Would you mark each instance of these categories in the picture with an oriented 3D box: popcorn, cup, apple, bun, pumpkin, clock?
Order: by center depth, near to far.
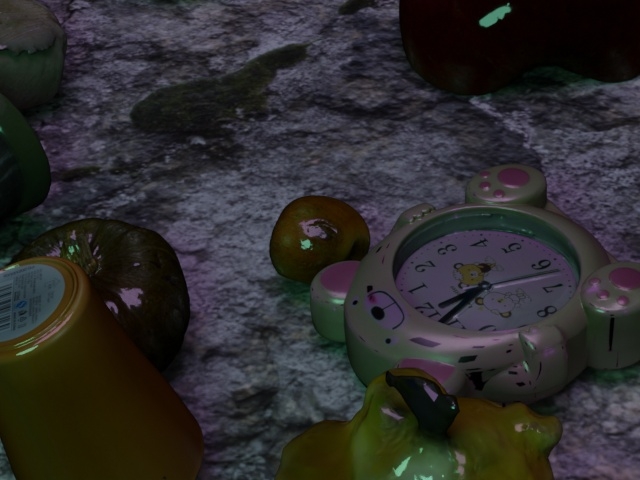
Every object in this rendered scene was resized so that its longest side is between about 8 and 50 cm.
[{"bbox_3d":[0.075,0.258,1.257,0.316,0.281,0.297,-20,52,29],"label":"popcorn"},{"bbox_3d":[-0.247,0.145,1.408,0.226,0.264,0.182,11,49,34],"label":"cup"},{"bbox_3d":[0.167,0.064,1.575,0.309,0.114,0.284,-22,45,-20],"label":"clock"},{"bbox_3d":[-0.240,0.059,1.576,0.219,0.162,0.219,-5,37,4],"label":"pumpkin"},{"bbox_3d":[0.000,0.000,1.662,0.102,0.099,0.114,16,2,18],"label":"apple"},{"bbox_3d":[-0.456,-0.248,1.970,0.239,0.141,0.239,14,24,-6],"label":"bun"},{"bbox_3d":[0.283,-0.343,2.054,0.329,0.295,0.365,29,36,-21],"label":"apple"}]

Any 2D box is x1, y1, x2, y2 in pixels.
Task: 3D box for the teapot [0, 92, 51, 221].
[{"bbox_3d":[-0.502,-0.019,1.683,0.270,0.200,0.337,-5,33,41],"label":"teapot"}]
